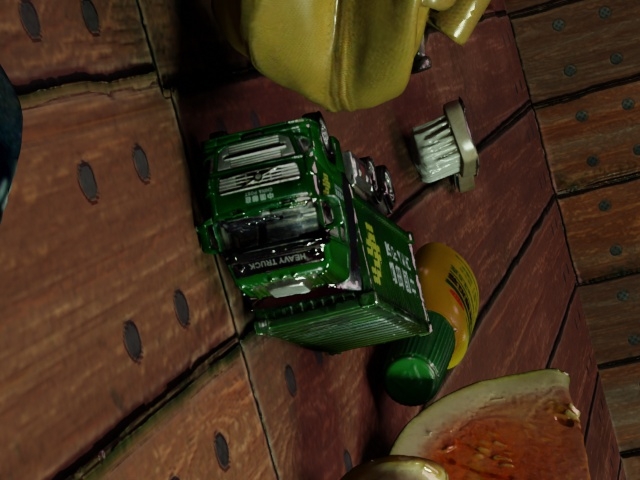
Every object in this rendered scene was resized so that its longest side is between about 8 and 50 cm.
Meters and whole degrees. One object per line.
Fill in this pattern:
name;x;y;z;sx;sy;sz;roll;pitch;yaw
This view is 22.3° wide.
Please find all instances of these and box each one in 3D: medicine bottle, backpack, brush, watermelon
medicine bottle;0.092;0.076;1.382;0.260;0.064;0.095;-54;129;-71
backpack;0.004;-0.258;0.990;0.378;0.201;0.354;-95;-176;-69
brush;0.132;-0.087;1.724;0.327;0.065;0.070;38;34;-83
watermelon;0.097;0.204;1.171;0.128;0.159;0.303;39;30;-17

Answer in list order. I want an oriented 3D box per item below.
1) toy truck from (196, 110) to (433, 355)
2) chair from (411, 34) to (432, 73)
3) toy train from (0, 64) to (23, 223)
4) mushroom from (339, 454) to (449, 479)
toy truck;0.000;0.000;1.055;0.259;0.088;0.121;31;47;-72
chair;0.161;-0.413;1.545;0.362;0.364;0.410;-20;92;-76
toy train;-0.156;0.069;0.385;0.409;0.089;0.086;-85;152;-50
mushroom;0.047;0.274;0.951;0.351;0.095;0.123;-93;-171;-48
